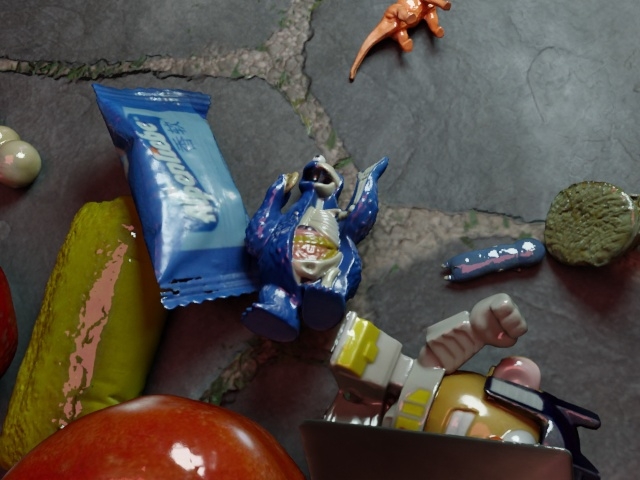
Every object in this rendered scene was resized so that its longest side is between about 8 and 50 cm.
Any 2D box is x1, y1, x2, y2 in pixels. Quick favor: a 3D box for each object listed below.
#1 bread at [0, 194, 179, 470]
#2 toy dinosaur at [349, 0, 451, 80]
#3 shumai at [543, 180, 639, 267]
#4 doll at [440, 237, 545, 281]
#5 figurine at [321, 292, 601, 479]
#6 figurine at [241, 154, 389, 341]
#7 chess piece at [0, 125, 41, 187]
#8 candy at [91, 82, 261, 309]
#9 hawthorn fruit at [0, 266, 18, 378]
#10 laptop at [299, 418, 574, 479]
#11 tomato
[{"bbox_3d":[-0.287,0.119,0.856,0.166,0.112,0.384,11,75,14],"label":"bread"},{"bbox_3d":[0.144,-0.324,0.943,0.279,0.055,0.101,-34,46,2],"label":"toy dinosaur"},{"bbox_3d":[0.332,-0.018,0.797,0.123,0.087,0.099,3,90,57],"label":"shumai"},{"bbox_3d":[0.210,0.025,0.833,0.125,0.027,0.037,-14,69,10],"label":"doll"},{"bbox_3d":[0.143,0.195,0.725,0.308,0.143,0.308,9,118,18],"label":"figurine"},{"bbox_3d":[-0.008,0.005,0.832,0.164,0.121,0.262,3,52,26],"label":"figurine"},{"bbox_3d":[-0.482,-0.142,0.997,0.170,0.094,0.094,32,81,16],"label":"chess piece"},{"bbox_3d":[-0.169,-0.069,0.877,0.077,0.187,0.331,-45,62,38],"label":"candy"},{"bbox_3d":[-0.513,0.080,0.810,0.265,0.307,0.265,-1,49,1],"label":"hawthorn fruit"},{"bbox_3d":[0.114,0.265,0.677,0.269,0.015,0.188,-1,114,26],"label":"laptop"},{"bbox_3d":[-0.165,0.316,0.673,0.325,0.293,0.290,-39,68,2],"label":"tomato"}]
